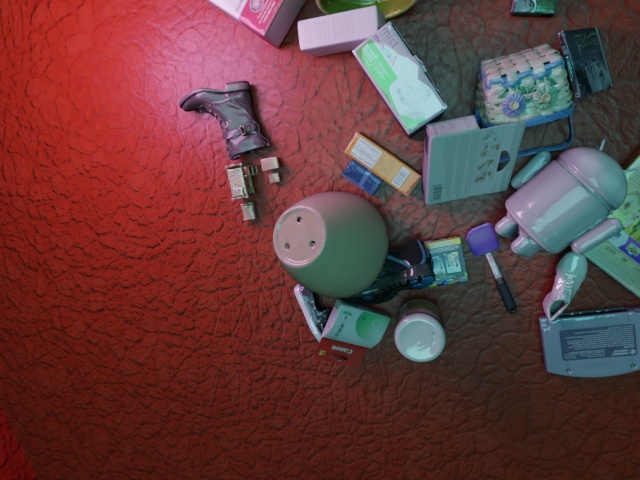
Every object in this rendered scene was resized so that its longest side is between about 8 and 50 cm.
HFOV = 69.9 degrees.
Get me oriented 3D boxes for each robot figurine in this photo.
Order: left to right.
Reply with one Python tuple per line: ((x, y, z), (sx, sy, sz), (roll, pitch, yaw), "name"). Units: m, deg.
((0.647, -0.104, 1.221), (0.353, 0.200, 0.300), (-46, 58, 24), "robot figurine")

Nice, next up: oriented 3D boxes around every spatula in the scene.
((0.529, 0.091, 1.384), (0.084, 0.030, 0.296), (-23, 95, 16), "spatula")

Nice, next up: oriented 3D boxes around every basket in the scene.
((0.534, -0.348, 1.228), (0.254, 0.201, 0.289), (-13, 131, 15), "basket")

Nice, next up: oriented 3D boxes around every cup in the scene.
((0.000, 0.000, 1.316), (0.331, 0.237, 0.331), (-4, 82, 29), "cup")

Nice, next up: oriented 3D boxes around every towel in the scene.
((0.131, -0.196, 1.411), (0.119, 0.029, 0.067), (36, 117, 4), "towel")

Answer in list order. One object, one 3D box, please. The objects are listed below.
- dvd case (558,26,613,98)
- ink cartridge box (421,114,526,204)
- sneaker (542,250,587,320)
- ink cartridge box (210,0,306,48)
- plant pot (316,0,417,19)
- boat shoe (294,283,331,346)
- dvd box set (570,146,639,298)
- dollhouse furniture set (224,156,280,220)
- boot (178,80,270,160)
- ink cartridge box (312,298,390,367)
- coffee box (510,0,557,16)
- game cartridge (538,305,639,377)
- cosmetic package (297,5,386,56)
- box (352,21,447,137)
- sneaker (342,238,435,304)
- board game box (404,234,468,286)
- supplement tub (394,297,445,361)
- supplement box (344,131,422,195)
((0.684, -0.459, 1.171), (0.018, 0.221, 0.164), (-12, 99, 53), "dvd case")
((0.405, -0.221, 1.249), (0.239, 0.275, 0.060), (-11, 55, 3), "ink cartridge box")
((0.698, 0.136, 1.301), (0.080, 0.094, 0.212), (19, 116, 21), "sneaker")
((-0.225, -0.793, 1.314), (0.384, 0.160, 0.279), (35, 105, 4), "ink cartridge box")
((0.123, -0.768, 1.214), (0.276, 0.276, 0.254), (-2, 88, 12), "plant pot")
((-0.005, 0.237, 1.505), (0.076, 0.080, 0.228), (-27, 86, 17), "boat shoe")
((0.923, -0.077, 1.253), (0.307, 0.062, 0.420), (37, 106, 4), "dvd box set")
((-0.198, -0.162, 1.455), (0.161, 0.101, 0.182), (-9, 98, 13), "dollhouse furniture set")
((-0.305, -0.366, 1.447), (0.263, 0.091, 0.229), (-10, 97, 12), "boot")
((0.097, 0.314, 1.469), (0.181, 0.056, 0.225), (18, 102, -19), "ink cartridge box")
((0.581, -0.700, 1.222), (0.113, 0.040, 0.184), (8, 102, 11), "coffee box")
((0.812, 0.304, 1.352), (0.294, 0.060, 0.196), (-8, 95, 14), "game cartridge")
((0.064, -0.589, 1.297), (0.231, 0.117, 0.085), (-3, 100, 21), "cosmetic package")
((0.222, -0.424, 1.251), (0.126, 0.231, 0.262), (-34, 93, 15), "box")
((0.193, 0.106, 1.408), (0.341, 0.125, 0.140), (-22, 60, 34), "sneaker")
((0.355, 0.068, 1.408), (0.170, 0.048, 0.141), (-10, 96, 14), "board game box")
((0.299, 0.261, 1.376), (0.144, 0.199, 0.144), (2, 101, 12), "supplement tub")
((0.189, -0.232, 1.373), (0.233, 0.078, 0.080), (38, 109, 4), "supplement box")
